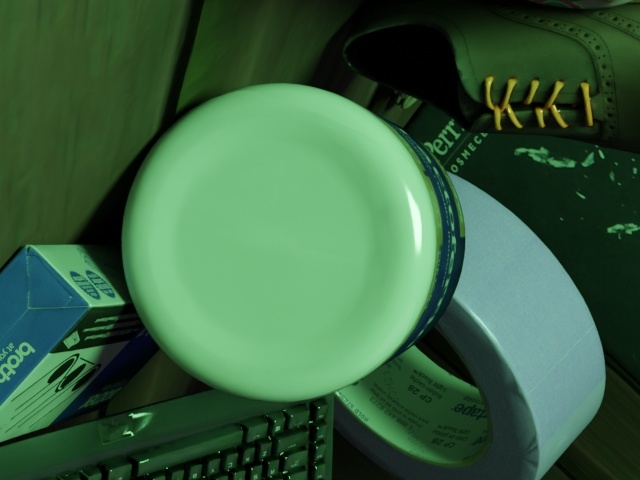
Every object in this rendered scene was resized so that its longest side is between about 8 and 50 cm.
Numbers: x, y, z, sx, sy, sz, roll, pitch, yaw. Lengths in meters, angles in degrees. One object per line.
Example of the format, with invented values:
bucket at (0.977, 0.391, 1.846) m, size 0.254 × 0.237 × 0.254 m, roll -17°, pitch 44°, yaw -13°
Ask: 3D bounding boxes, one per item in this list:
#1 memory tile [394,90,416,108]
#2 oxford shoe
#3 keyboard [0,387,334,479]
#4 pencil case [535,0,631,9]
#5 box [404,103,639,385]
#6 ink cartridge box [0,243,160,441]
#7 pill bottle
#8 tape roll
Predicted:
memory tile at (0.091, -0.148, 1.067) m, size 0.113 × 0.012 × 0.148 m, roll -47°, pitch 172°, yaw -3°
oxford shoe at (0.129, -0.079, 0.782) m, size 0.098 × 0.271 × 0.097 m, roll -38°, pitch 131°, yaw -29°
keyboard at (-0.114, 0.189, 0.814) m, size 0.317 × 0.033 × 0.202 m, roll -11°, pitch 115°, yaw -41°
pencil case at (0.100, -0.165, 0.628) m, size 0.124 × 0.124 × 0.284 m, roll -48°, pitch 169°, yaw 13°
box at (0.402, -0.113, 1.202) m, size 0.297 × 0.472 × 0.480 m, roll -36°, pitch 167°, yaw -48°
ink cartridge box at (-0.129, 0.050, 0.774) m, size 0.097 × 0.046 × 0.207 m, roll -47°, pitch 172°, yaw 8°
pill bottle at (0.000, 0.000, 0.817) m, size 0.153 × 0.153 × 0.264 m, roll -48°, pitch 173°, yaw 8°
tape roll at (0.079, 0.073, 1.143) m, size 0.090 × 0.275 × 0.275 m, roll -41°, pitch 170°, yaw -31°
